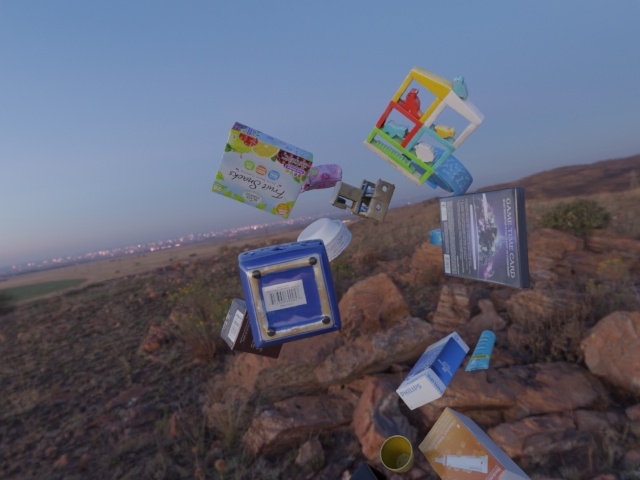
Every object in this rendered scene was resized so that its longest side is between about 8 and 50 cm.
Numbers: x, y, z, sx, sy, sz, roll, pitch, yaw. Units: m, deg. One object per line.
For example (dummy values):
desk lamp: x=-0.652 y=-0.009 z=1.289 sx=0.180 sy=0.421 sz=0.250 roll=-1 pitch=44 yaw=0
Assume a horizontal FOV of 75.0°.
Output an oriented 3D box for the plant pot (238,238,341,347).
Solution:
plant pot: x=-0.076 y=0.126 z=1.018 sx=0.236 sy=0.235 sz=0.212 roll=-11 pitch=1 yaw=-5

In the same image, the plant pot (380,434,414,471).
plant pot: x=0.321 y=0.870 z=1.673 sx=0.134 sy=0.095 sz=0.134 roll=-24 pitch=32 yaw=16

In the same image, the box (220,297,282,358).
box: x=-0.261 y=0.350 z=1.667 sx=0.203 sy=0.168 sz=0.167 roll=22 pitch=-4 yaw=-29

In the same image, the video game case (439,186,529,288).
video game case: x=0.349 y=-0.008 z=0.922 sx=0.026 sy=0.196 sz=0.274 roll=-5 pitch=3 yaw=-15

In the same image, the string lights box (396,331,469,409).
string lights box: x=0.357 y=0.404 z=1.313 sx=0.260 sy=0.076 sz=0.133 roll=-31 pitch=-12 yaw=-48

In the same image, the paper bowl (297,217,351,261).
paper bowl: x=0.000 y=0.000 z=2.055 sx=0.284 sy=0.148 sz=0.284 roll=-32 pitch=20 yaw=14

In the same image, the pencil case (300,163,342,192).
pencil case: x=-0.019 y=-0.292 z=1.960 sx=0.124 sy=0.124 sz=0.284 roll=-5 pitch=9 yaw=42

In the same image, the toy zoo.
toy zoo: x=0.244 y=-0.274 z=0.987 sx=0.030 sy=0.192 sz=0.293 roll=-53 pitch=-1 yaw=-35

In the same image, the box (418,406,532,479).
box: x=0.576 y=0.853 z=1.599 sx=0.168 sy=0.215 sz=0.345 roll=33 pitch=3 yaw=-24

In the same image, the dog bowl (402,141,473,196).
dog bowl: x=0.365 y=-0.225 z=1.307 sx=0.074 sy=0.166 sz=0.297 roll=-45 pitch=25 yaw=6

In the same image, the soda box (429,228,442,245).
soda box: x=0.616 y=-0.011 z=1.998 sx=0.067 sy=0.071 sz=0.210 roll=-11 pitch=9 yaw=-21

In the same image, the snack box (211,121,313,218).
snack box: x=-0.145 y=-0.170 z=1.042 sx=0.207 sy=0.174 sz=0.070 roll=21 pitch=29 yaw=-12

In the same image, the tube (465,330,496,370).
tube: x=0.586 y=0.404 z=1.506 sx=0.080 sy=0.052 sz=0.207 roll=-28 pitch=6 yaw=40

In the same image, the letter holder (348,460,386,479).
letter holder: x=0.129 y=0.848 z=1.206 sx=0.302 sy=0.214 sz=0.152 roll=-50 pitch=25 yaw=-4

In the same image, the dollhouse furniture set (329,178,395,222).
dollhouse furniture set: x=0.121 y=-0.153 z=1.362 sx=0.184 sy=0.128 sz=0.129 roll=19 pitch=1 yaw=-21
